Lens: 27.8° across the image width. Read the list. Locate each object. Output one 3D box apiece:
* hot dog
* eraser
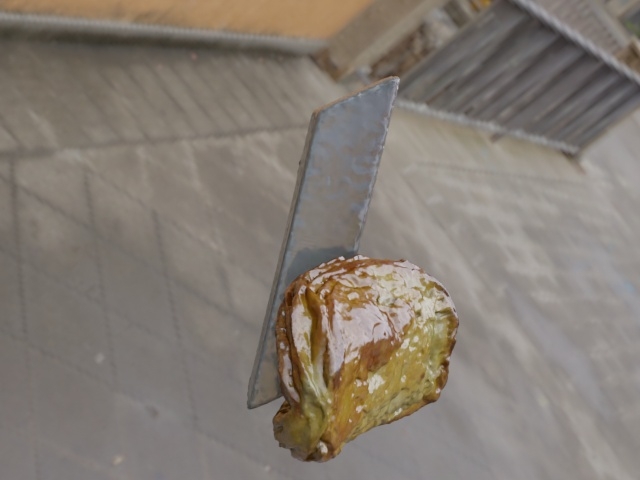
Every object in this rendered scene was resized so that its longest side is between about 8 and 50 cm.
[{"bbox_3d":[0.023,0.107,1.187,0.114,0.175,0.259,18,16,30],"label":"hot dog"},{"bbox_3d":[-0.001,0.000,1.300,0.077,0.353,0.111,14,5,-2],"label":"eraser"}]
